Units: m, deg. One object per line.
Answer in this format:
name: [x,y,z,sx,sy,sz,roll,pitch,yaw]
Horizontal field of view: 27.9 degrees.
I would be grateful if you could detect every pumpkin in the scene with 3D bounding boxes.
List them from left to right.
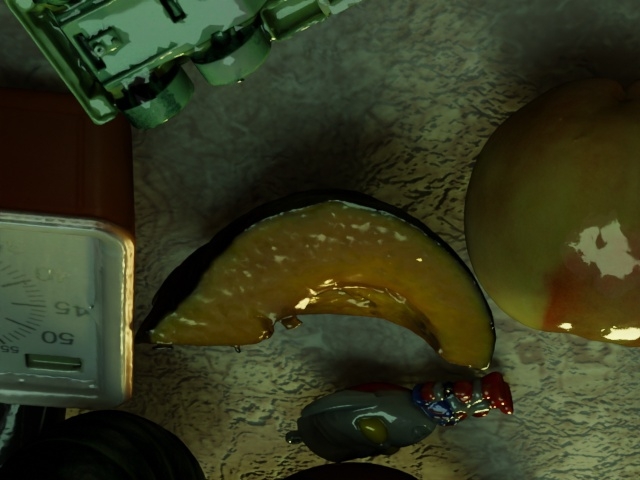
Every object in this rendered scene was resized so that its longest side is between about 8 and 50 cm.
pumpkin: [-0.193,0.252,1.015,0.216,0.250,0.250,12,132,7]
pumpkin: [0.000,0.000,0.919,0.254,0.130,0.149,4,124,4]

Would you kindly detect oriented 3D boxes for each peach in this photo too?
peach: [0.184,-0.021,0.836,0.184,0.184,0.184,5,131,5]

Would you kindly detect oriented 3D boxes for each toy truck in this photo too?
toy truck: [-0.049,-0.184,0.765,0.260,0.135,0.128,-22,124,18]

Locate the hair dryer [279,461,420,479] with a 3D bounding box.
hair dryer: [-0.003,0.270,1.166,0.340,0.123,0.312,-8,160,43]

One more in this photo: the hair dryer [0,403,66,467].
hair dryer: [-0.379,0.121,1.119,0.359,0.120,0.303,21,123,3]

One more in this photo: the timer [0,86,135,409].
timer: [-0.260,0.021,0.932,0.257,0.161,0.250,5,129,-6]

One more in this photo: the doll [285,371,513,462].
doll: [0.062,0.147,1.075,0.195,0.062,0.104,-14,170,14]
